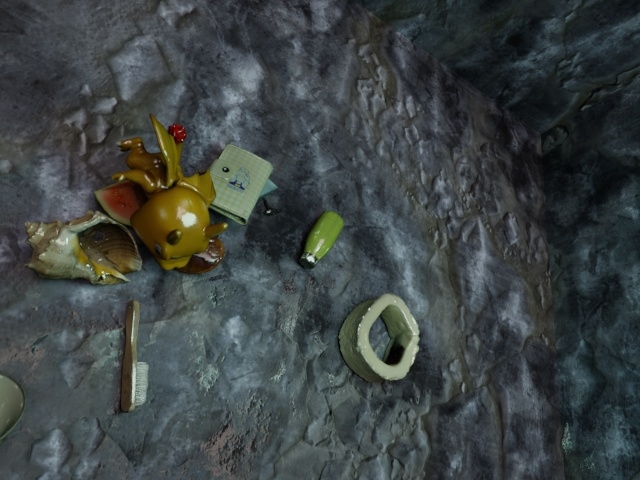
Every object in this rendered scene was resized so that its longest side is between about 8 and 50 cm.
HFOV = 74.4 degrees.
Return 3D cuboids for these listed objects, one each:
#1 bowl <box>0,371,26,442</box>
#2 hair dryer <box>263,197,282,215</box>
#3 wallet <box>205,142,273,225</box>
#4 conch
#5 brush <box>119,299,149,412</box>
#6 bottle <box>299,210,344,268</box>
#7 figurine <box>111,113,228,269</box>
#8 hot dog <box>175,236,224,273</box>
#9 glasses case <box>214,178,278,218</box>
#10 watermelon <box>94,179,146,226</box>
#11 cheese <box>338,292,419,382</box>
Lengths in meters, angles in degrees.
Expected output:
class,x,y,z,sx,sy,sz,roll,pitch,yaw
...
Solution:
class,x,y,z,sx,sy,sz,roll,pitch,yaw
bowl,-0.870,0.447,0.947,0.337,0.337,0.157,7,108,-30
hair dryer,-0.202,-0.140,1.706,0.079,0.031,0.083,-13,71,-45
wallet,-0.319,-0.218,1.582,0.223,0.077,0.309,29,48,-11
conch,-0.683,0.011,1.239,0.324,0.263,0.186,35,23,-58
brush,-0.557,0.344,1.278,0.065,0.070,0.327,14,62,-47
bottle,0.000,0.000,1.720,0.112,0.112,0.260,39,57,-13
figurine,-0.453,-0.139,1.255,0.268,0.401,0.387,-21,74,-10
hot dog,-0.446,0.024,1.442,0.227,0.099,0.160,30,58,-16
glasses case,-0.301,-0.173,1.648,0.105,0.056,0.266,43,51,19
watermelon,-0.624,-0.145,1.410,0.193,0.137,0.145,37,22,-13
cheese,0.244,0.388,1.696,0.292,0.153,0.332,45,56,-9
